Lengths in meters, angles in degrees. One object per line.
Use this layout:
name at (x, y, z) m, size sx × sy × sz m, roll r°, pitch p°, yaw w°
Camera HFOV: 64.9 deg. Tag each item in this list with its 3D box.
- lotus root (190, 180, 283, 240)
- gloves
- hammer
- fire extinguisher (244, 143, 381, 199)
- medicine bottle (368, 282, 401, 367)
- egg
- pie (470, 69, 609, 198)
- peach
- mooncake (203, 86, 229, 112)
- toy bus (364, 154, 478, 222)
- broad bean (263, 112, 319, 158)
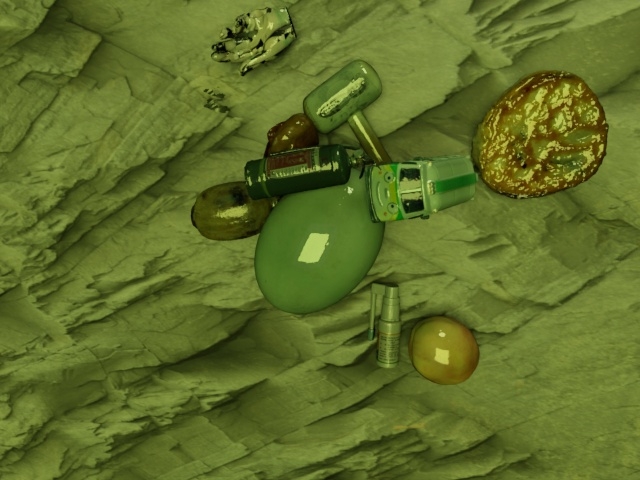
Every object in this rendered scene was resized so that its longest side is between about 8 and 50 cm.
lotus root at (-0.199, -0.080, 1.309) m, size 0.278 × 0.154 × 0.154 m, roll -7°, pitch 99°, yaw 2°
gloves at (-0.169, -0.495, 1.247) m, size 0.212 × 0.111 × 0.127 m, roll -18°, pitch 121°, yaw 9°
hammer at (0.108, -0.271, 1.245) m, size 0.202 × 0.113 × 0.305 m, roll -33°, pitch 99°, yaw 16°
fire extinguisher at (-0.015, -0.157, 1.089) m, size 0.294 × 0.118 × 0.093 m, roll -9°, pitch 139°, yaw 15°
medicine bottle at (0.170, 0.224, 1.345) m, size 0.092 × 0.061 × 0.221 m, roll 8°, pitch 101°, yaw 27°
egg at (0.000, 0.000, 1.215) m, size 0.276 × 0.276 × 0.389 m, roll 33°, pitch 91°, yaw 2°
pie at (0.521, -0.238, 1.191) m, size 0.315 × 0.092 × 0.315 m, roll 2°, pitch 105°, yaw 6°
peach at (0.312, 0.279, 1.270) m, size 0.184 × 0.184 × 0.184 m, roll 2°, pitch 100°, yaw 9°
mooncake at (-0.312, -0.505, 1.291) m, size 0.150 × 0.057 × 0.347 m, roll 5°, pitch 104°, yaw 21°
toy bus at (0.234, -0.125, 1.143) m, size 0.164 × 0.276 × 0.134 m, roll -2°, pitch 100°, yaw 39°
broad bean at (-0.078, -0.219, 1.230) m, size 0.156 × 0.228 × 0.122 m, roll -35°, pitch 73°, yaw -19°
